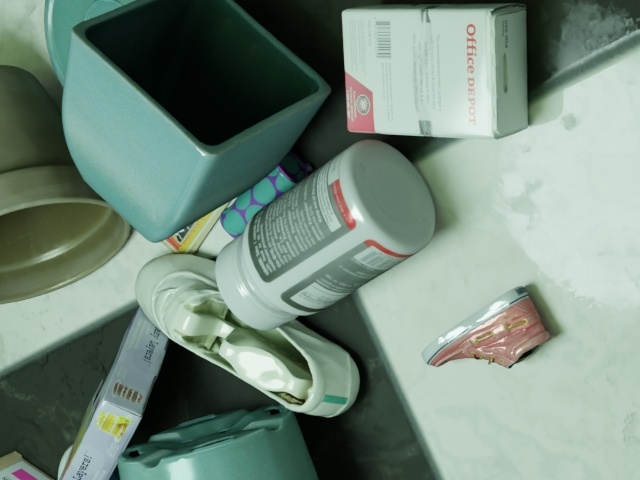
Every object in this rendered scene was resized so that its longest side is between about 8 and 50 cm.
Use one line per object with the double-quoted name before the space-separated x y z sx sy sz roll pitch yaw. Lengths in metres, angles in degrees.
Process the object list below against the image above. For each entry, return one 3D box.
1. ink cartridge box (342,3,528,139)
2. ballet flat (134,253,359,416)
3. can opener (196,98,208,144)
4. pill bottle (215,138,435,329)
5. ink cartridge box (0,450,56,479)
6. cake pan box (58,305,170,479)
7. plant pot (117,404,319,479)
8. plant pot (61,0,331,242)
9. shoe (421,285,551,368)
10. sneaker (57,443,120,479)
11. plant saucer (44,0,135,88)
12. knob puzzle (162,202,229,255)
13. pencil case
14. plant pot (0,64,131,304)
"ink cartridge box" 0.143 -0.212 1.785 0.217 0.092 0.159 7 107 36
"ballet flat" -0.127 0.128 2.036 0.400 0.139 0.139 28 118 24
"can opener" -0.134 -0.225 2.000 0.093 0.074 0.280 -1 102 20
"pill bottle" 0.000 0.000 1.902 0.283 0.161 0.161 -33 83 37
"ink cartridge box" -0.479 0.499 2.431 0.234 0.088 0.193 27 118 28
"cake pan box" -0.306 0.252 2.147 0.070 0.267 0.246 27 122 -9
"plant pot" -0.115 0.420 1.987 0.341 0.341 0.334 -11 95 37
"plant pot" -0.185 -0.144 1.866 0.248 0.247 0.252 42 134 14
"shoe" 0.211 0.136 1.847 0.178 0.063 0.081 -38 75 32
"sneaker" -0.274 0.452 2.250 0.208 0.127 0.319 -12 105 39
"plant saucer" -0.297 -0.305 2.110 0.317 0.043 0.318 11 109 33
"knob puzzle" -0.229 -0.084 2.109 0.213 0.030 0.213 11 115 26
"pencil case" -0.078 -0.062 2.003 0.152 0.064 0.070 -48 36 35
"plant pot" -0.475 -0.095 2.161 0.323 0.323 0.280 -39 62 36
